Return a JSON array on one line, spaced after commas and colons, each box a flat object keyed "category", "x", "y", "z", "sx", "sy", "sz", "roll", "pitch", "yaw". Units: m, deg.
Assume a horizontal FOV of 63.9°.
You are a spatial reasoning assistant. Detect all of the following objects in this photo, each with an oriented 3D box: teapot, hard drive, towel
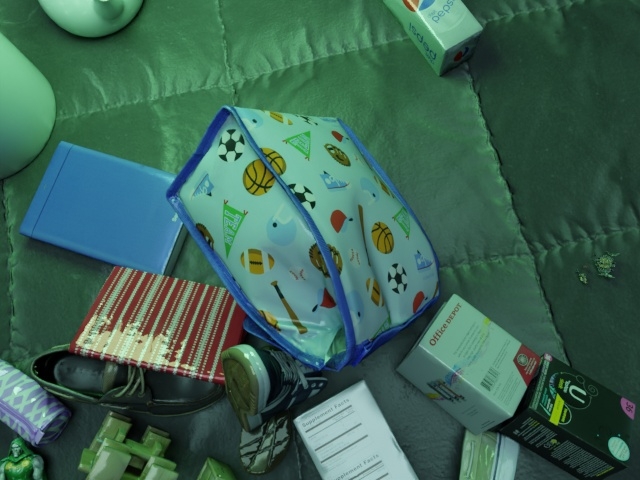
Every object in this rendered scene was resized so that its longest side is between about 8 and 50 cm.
[{"category": "teapot", "x": -0.520, "y": -0.588, "z": 1.102, "sx": 0.255, "sy": 0.187, "sz": 0.253, "roll": 6, "pitch": 76, "yaw": 7}, {"category": "hard drive", "x": -0.421, "y": -0.063, "z": 1.041, "sx": 0.318, "sy": 0.040, "sz": 0.210, "roll": 17, "pitch": 78, "yaw": 8}, {"category": "towel", "x": -0.267, "y": 0.148, "z": 0.911, "sx": 0.274, "sy": 0.031, "sz": 0.199, "roll": 13, "pitch": 42, "yaw": -3}]

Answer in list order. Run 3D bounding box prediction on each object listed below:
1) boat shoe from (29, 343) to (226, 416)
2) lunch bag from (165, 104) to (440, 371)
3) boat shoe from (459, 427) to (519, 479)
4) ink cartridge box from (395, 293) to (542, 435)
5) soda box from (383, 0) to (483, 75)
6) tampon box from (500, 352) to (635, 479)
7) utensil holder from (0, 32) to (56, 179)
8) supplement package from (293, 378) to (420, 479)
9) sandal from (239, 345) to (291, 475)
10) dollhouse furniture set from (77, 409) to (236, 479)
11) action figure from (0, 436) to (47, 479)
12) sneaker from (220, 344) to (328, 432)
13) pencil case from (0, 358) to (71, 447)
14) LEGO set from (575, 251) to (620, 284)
[{"category": "boat shoe", "x": -0.343, "y": 0.248, "z": 0.913, "sx": 0.355, "sy": 0.130, "sz": 0.133, "roll": -1, "pitch": 76, "yaw": 4}, {"category": "lunch bag", "x": 0.000, "y": 0.000, "z": 0.830, "sx": 0.385, "sy": 0.327, "sz": 0.239, "roll": 51, "pitch": 123, "yaw": 14}, {"category": "boat shoe", "x": 0.248, "y": 0.461, "z": 0.842, "sx": 0.094, "sy": 0.109, "sz": 0.302, "roll": 13, "pitch": 67, "yaw": 20}, {"category": "ink cartridge box", "x": 0.242, "y": 0.207, "z": 0.862, "sx": 0.176, "sy": 0.127, "sz": 0.128, "roll": 39, "pitch": 57, "yaw": 12}, {"category": "soda box", "x": 0.211, "y": -0.494, "z": 1.069, "sx": 0.091, "sy": 0.098, "sz": 0.286, "roll": -30, "pitch": 77, "yaw": -3}, {"category": "tampon box", "x": 0.404, "y": 0.290, "z": 0.839, "sx": 0.161, "sy": 0.101, "sz": 0.120, "roll": 30, "pitch": 49, "yaw": 11}, {"category": "utensil holder", "x": -0.739, "y": -0.309, "z": 0.949, "sx": 0.327, "sy": 0.385, "sz": 0.328, "roll": -1, "pitch": 75, "yaw": 4}, {"category": "supplement package", "x": 0.074, "y": 0.370, "z": 0.848, "sx": 0.133, "sy": 0.139, "sz": 0.244, "roll": -29, "pitch": 75, "yaw": -4}, {"category": "sandal", "x": -0.097, "y": 0.303, "z": 0.923, "sx": 0.089, "sy": 0.060, "sz": 0.220, "roll": -2, "pitch": 62, "yaw": -2}, {"category": "dollhouse furniture set", "x": -0.283, "y": 0.416, "z": 0.831, "sx": 0.242, "sy": 0.212, "sz": 0.161, "roll": 30, "pitch": 77, "yaw": -17}, {"category": "action figure", "x": -0.528, "y": 0.468, "z": 0.907, "sx": 0.137, "sy": 0.063, "sz": 0.232, "roll": -9, "pitch": 80, "yaw": -10}, {"category": "sneaker", "x": -0.063, "y": 0.202, "z": 0.790, "sx": 0.153, "sy": 0.282, "sz": 0.099, "roll": -23, "pitch": 66, "yaw": -21}, {"category": "pencil case", "x": -0.561, "y": 0.292, "z": 0.941, "sx": 0.206, "sy": 0.088, "sz": 0.086, "roll": 28, "pitch": 81, "yaw": 10}, {"category": "LEGO set", "x": 0.517, "y": 0.049, "z": 0.955, "sx": 0.083, "sy": 0.023, "sz": 0.054, "roll": -17, "pitch": 73, "yaw": 14}]
